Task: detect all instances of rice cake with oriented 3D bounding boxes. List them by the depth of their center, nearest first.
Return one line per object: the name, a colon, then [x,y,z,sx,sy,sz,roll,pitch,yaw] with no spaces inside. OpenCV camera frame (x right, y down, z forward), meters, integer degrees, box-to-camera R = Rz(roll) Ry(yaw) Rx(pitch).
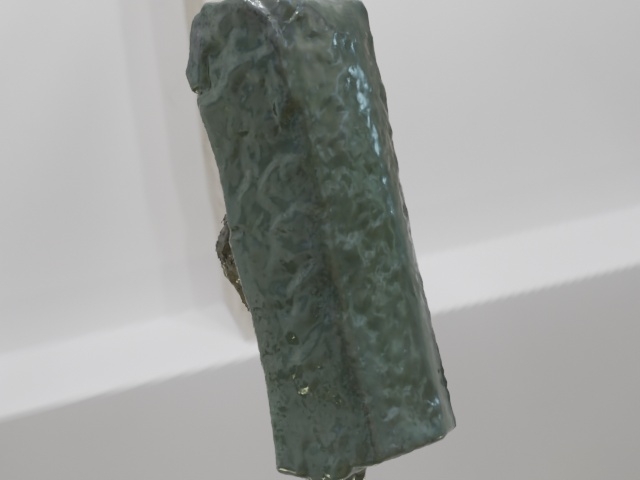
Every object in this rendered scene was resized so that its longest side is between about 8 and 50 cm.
rice cake: [0.000,-0.001,0.618,0.069,0.063,0.206,-4,-99,-54]

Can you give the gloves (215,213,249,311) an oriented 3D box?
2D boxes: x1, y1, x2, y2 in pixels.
gloves: [0.004,0.014,0.958,0.114,0.070,0.153,-41,-55,-13]
